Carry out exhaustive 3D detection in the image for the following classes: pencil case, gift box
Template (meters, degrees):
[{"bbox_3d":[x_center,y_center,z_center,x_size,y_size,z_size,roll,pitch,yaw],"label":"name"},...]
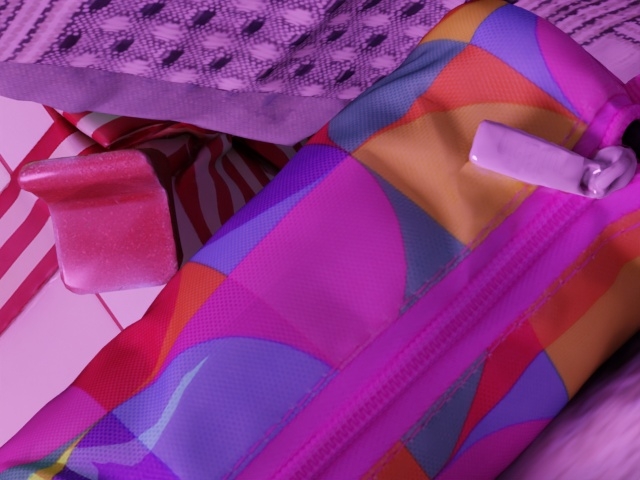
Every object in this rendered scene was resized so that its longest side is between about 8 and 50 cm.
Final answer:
[{"bbox_3d":[-0.005,0.040,0.373,0.236,0.104,0.104,-45,2,-11],"label":"pencil case"},{"bbox_3d":[-0.101,0.015,0.925,0.258,0.276,0.255,-48,-13,29],"label":"gift box"}]

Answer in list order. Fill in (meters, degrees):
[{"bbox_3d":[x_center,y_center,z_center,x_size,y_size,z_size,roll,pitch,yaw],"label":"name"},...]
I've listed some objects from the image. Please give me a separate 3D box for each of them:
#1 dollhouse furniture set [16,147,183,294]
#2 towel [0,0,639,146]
[{"bbox_3d":[0.012,-0.059,0.654,0.374,0.201,0.152,-42,2,11],"label":"dollhouse furniture set"},{"bbox_3d":[0.031,-0.093,0.382,0.312,0.056,0.324,2,-19,-44],"label":"towel"}]
